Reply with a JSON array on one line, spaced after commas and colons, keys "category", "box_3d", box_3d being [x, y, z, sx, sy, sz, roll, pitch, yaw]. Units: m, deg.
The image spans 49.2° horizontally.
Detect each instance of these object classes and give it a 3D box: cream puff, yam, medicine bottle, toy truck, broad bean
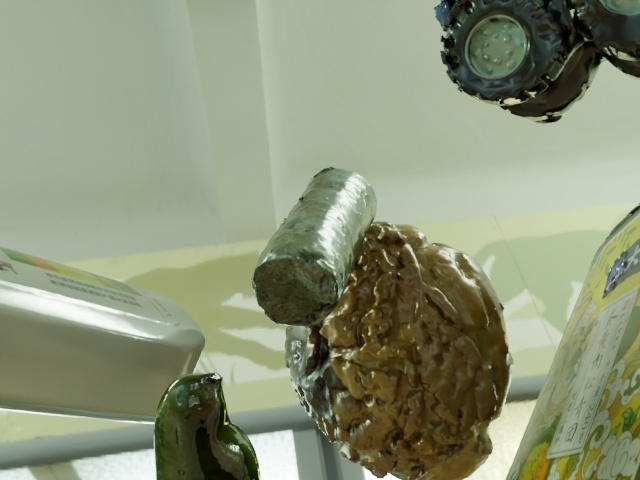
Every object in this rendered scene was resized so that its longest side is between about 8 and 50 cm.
[{"category": "cream puff", "box_3d": [0.078, 0.147, 0.897, 0.231, 0.327, 0.343, -4, -86, -25]}, {"category": "yam", "box_3d": [0.000, 0.000, 0.719, 0.093, 0.259, 0.093, 5, -67, 11]}, {"category": "medicine bottle", "box_3d": [-0.256, 0.063, 0.539, 0.324, 0.179, 0.124, 23, -94, -50]}, {"category": "toy truck", "box_3d": [0.175, -0.155, 0.403, 0.208, 0.126, 0.113, -16, -6, 31]}, {"category": "broad bean", "box_3d": [-0.106, 0.210, 0.372, 0.292, 0.049, 0.144, -53, -49, -4]}]

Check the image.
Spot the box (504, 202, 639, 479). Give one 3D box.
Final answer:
[{"category": "box", "box_3d": [0.318, 0.136, 0.651, 0.138, 0.420, 0.373, 26, -19, 10]}]
